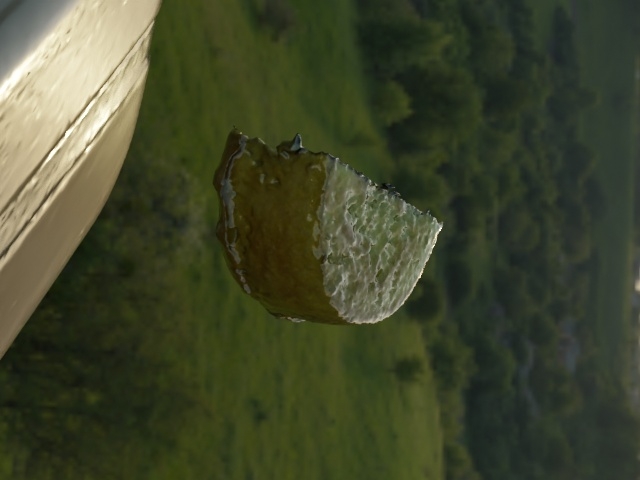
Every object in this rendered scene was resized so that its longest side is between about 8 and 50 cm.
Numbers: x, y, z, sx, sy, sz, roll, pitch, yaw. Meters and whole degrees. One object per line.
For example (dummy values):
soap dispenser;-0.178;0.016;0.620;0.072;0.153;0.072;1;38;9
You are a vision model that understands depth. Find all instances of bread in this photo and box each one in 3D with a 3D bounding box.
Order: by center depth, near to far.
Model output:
bread;0.000;0.000;1.116;0.229;0.143;0.139;27;74;-54

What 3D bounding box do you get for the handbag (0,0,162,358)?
handbag;-0.155;-0.050;0.402;0.302;0.149;0.283;-61;172;-48
